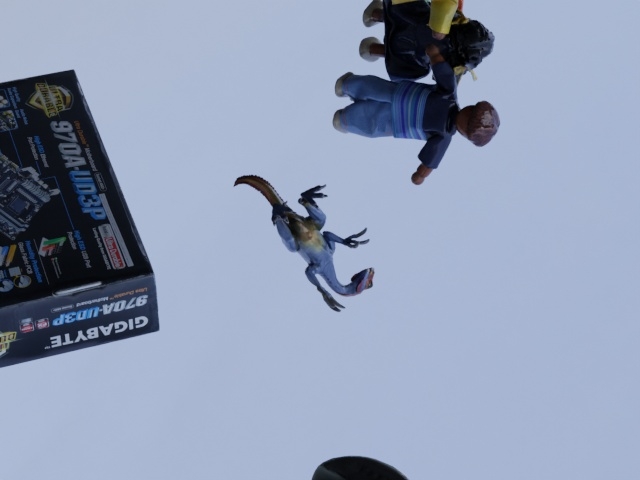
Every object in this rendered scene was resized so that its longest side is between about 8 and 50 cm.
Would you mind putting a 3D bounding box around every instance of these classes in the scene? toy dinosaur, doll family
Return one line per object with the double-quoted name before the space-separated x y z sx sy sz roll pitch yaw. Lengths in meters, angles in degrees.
"toy dinosaur" 0.000 0.000 1.125 0.047 0.082 0.090 -37 -127 -11
"doll family" 0.064 -0.132 1.122 0.111 0.193 0.076 10 -155 32

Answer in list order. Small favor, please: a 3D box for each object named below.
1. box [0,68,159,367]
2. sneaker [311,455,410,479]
"box" -0.213 -0.013 1.181 0.175 0.051 0.220 -13 -136 -14
"sneaker" -0.043 0.298 1.179 0.122 0.146 0.330 32 -121 20
